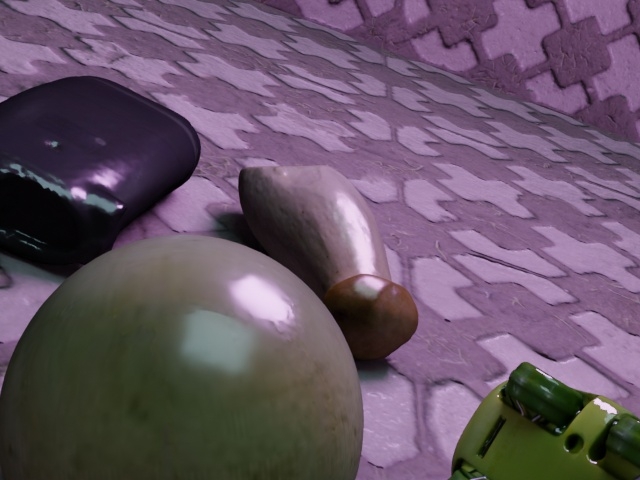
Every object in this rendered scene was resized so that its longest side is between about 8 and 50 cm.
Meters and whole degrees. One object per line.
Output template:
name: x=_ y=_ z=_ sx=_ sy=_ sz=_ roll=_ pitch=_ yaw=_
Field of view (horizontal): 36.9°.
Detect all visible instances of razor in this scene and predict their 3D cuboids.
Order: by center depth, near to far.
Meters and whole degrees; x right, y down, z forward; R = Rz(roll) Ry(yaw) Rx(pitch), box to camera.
razor: x=-0.258 y=-0.090 z=1.044 sx=0.204 sy=0.113 sz=0.349 roll=24 pitch=22 yaw=0

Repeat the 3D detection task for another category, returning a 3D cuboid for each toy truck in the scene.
toy truck: x=0.204 y=0.197 z=0.773 sx=0.187 sy=0.148 sz=0.210 roll=31 pitch=0 yaw=24

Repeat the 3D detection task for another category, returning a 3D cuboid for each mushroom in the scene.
mushroom: x=0.000 y=0.000 z=1.063 sx=0.128 sy=0.128 sz=0.350 roll=9 pitch=29 yaw=-28

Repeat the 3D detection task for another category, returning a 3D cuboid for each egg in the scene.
egg: x=-0.089 y=0.102 z=0.613 sx=0.218 sy=0.218 sz=0.295 roll=15 pitch=8 yaw=-15
